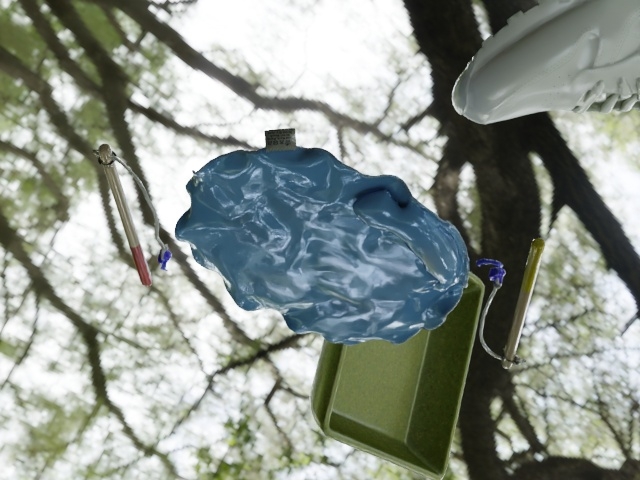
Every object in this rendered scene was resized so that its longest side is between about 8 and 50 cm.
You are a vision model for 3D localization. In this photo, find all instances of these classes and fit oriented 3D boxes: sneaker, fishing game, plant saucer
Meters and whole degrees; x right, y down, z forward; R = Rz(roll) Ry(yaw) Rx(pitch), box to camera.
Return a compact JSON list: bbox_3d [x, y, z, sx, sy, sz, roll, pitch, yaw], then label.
[{"bbox_3d":[0.191,-0.115,0.642,0.235,0.095,0.090,-25,176,-7],"label":"sneaker"},{"bbox_3d":[0.000,0.000,0.651,0.264,0.189,0.041,10,-125,14],"label":"fishing game"},{"bbox_3d":[0.060,0.092,0.921,0.045,0.188,0.188,1,-111,38],"label":"plant saucer"}]
